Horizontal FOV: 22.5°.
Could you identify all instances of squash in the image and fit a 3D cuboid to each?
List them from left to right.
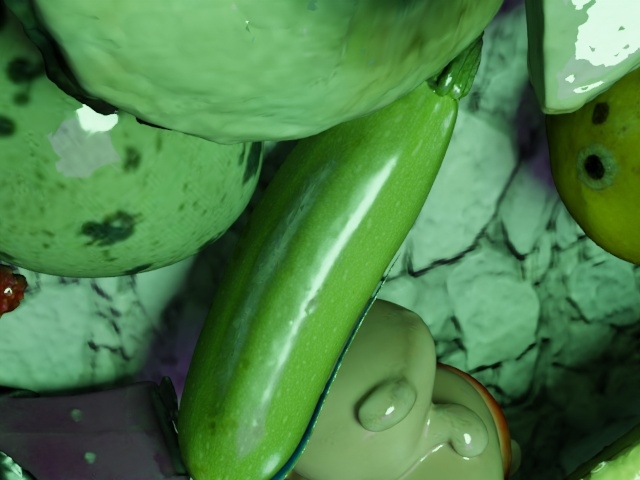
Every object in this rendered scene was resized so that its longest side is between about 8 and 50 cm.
[{"bbox_3d":[0.000,0.000,0.972,0.094,0.094,0.341,24,95,-36],"label":"squash"}]

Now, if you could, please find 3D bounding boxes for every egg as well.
[{"bbox_3d":[-0.117,-0.065,0.830,0.177,0.177,0.228,-40,148,13],"label":"egg"}]

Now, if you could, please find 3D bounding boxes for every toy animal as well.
[{"bbox_3d":[0.039,0.133,1.082,0.171,0.171,0.197,-33,130,6],"label":"toy animal"}]

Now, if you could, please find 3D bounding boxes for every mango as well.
[{"bbox_3d":[0.293,-0.099,0.982,0.329,0.176,0.175,-27,99,0],"label":"mango"}]

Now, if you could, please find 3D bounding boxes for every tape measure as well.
[{"bbox_3d":[-0.215,0.197,1.028,0.231,0.149,0.245,-2,129,-23],"label":"tape measure"}]

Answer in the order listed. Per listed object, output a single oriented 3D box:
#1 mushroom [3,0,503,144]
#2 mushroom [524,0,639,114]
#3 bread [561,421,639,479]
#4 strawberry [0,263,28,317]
[{"bbox_3d":[0.013,-0.166,0.707,0.344,0.130,0.247,-32,139,-55],"label":"mushroom"},{"bbox_3d":[0.261,-0.230,0.876,0.407,0.154,0.137,-30,174,-5],"label":"mushroom"},{"bbox_3d":[0.202,0.155,1.125,0.346,0.242,0.405,7,102,-69],"label":"bread"},{"bbox_3d":[-0.249,0.011,0.860,0.192,0.140,0.085,72,40,-73],"label":"strawberry"}]
